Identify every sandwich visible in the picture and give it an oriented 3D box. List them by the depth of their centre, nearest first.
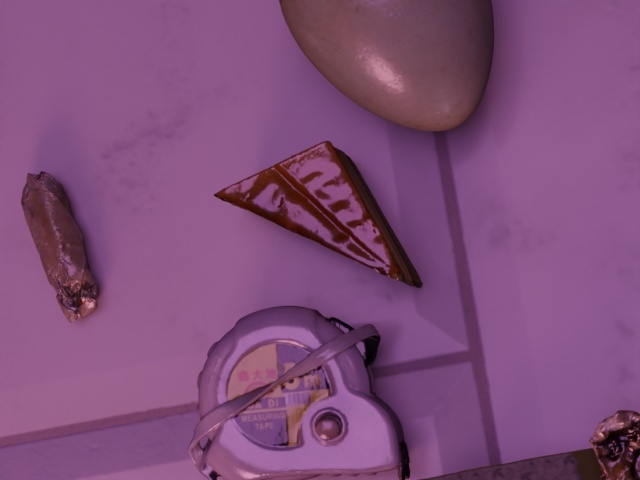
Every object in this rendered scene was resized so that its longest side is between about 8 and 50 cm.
[{"bbox_3d":[0.000,0.000,1.979,0.144,0.117,0.187,-31,76,11],"label":"sandwich"}]

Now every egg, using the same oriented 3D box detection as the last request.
[{"bbox_3d":[0.076,-0.251,1.950,0.218,0.218,0.295,-28,87,9],"label":"egg"}]

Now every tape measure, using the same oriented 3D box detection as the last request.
[{"bbox_3d":[-0.031,0.168,1.954,0.236,0.120,0.197,-6,85,9],"label":"tape measure"}]

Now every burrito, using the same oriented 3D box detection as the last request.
[{"bbox_3d":[-0.300,0.003,2.095,0.058,0.045,0.188,-23,74,3],"label":"burrito"}]

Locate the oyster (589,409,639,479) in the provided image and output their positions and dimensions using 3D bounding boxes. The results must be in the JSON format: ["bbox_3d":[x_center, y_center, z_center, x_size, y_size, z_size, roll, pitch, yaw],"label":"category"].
[{"bbox_3d":[0.385,0.260,1.802,0.223,0.083,0.214,-10,75,-21],"label":"oyster"}]

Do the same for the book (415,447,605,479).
[{"bbox_3d":[0.275,0.327,1.817,0.352,0.035,0.239,-9,76,-12],"label":"book"}]
